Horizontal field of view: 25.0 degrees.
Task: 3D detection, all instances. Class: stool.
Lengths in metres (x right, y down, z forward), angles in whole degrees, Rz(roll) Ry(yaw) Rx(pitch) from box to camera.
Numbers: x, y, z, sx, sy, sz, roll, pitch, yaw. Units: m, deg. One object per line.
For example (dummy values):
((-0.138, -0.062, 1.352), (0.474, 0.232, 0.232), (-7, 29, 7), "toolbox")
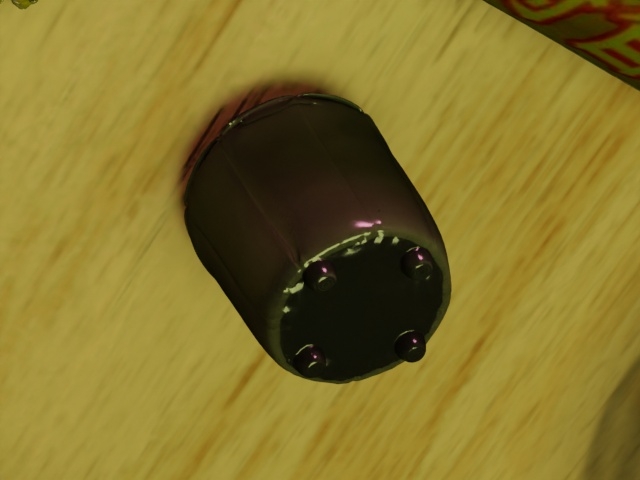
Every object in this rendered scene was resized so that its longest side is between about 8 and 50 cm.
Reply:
((0.000, 0.000, 0.594), (0.096, 0.110, 0.096), (-14, 131, -17), "stool")

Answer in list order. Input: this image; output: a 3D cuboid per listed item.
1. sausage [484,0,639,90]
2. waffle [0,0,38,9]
((0.130, -0.128, 0.567), (0.317, 0.117, 0.125), (21, 117, -37), "sausage")
((-0.107, -0.122, 0.514), (0.085, 0.016, 0.078), (-48, 130, 10), "waffle")
